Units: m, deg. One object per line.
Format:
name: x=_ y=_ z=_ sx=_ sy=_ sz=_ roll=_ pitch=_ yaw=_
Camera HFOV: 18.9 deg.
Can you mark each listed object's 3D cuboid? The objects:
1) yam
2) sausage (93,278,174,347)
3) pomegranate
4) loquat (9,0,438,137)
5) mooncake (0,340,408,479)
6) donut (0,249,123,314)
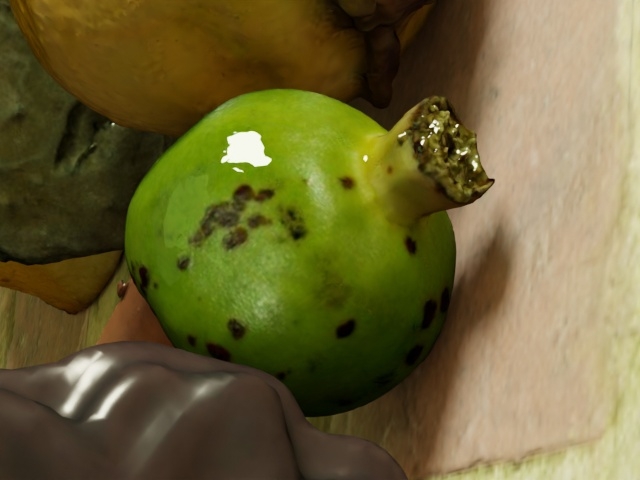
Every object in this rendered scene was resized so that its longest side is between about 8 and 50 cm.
yam: x=-0.167 y=-0.142 z=1.090 sx=0.195 sy=0.195 sz=0.300 roll=-122 pitch=24 yaw=-59
sausage: x=-0.079 y=0.044 z=1.039 sx=0.078 sy=0.078 sz=0.304 roll=-100 pitch=30 yaw=-43
pomegranate: x=-0.009 y=0.009 z=0.806 sx=0.169 sy=0.143 sz=0.122 roll=-16 pitch=27 yaw=53
loquat: x=-0.036 y=-0.154 z=0.867 sx=0.244 sy=0.244 sz=0.244 roll=-167 pitch=90 yaw=-67
mooncake: x=-0.081 y=0.175 z=0.713 sx=0.141 sy=0.283 sz=0.283 roll=139 pitch=138 yaw=-64
donut: x=-0.188 y=-0.030 z=1.319 sx=0.259 sy=0.101 sz=0.152 roll=-33 pitch=54 yaw=54
